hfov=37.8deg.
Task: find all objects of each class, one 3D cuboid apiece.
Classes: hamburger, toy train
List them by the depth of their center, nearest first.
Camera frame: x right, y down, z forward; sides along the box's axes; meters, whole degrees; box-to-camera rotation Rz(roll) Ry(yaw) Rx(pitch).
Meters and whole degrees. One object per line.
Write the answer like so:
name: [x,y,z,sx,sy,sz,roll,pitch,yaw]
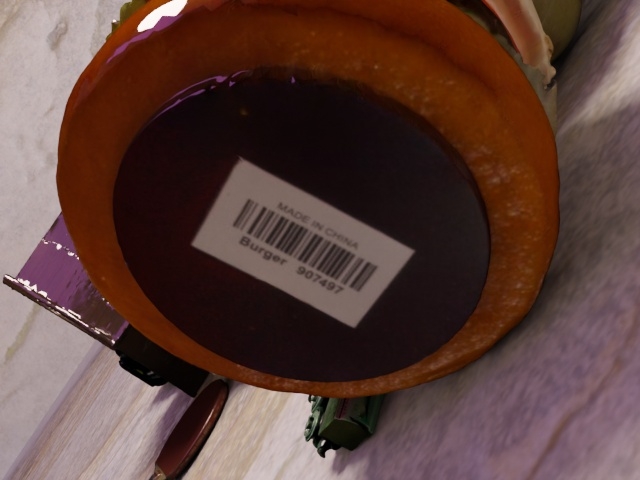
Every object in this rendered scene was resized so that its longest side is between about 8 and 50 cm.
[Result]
hamburger: [0.000,-0.070,0.648,0.330,0.330,0.250,-46,16,36]
toy train: [0.027,0.106,0.746,0.071,0.038,0.148,-44,18,44]

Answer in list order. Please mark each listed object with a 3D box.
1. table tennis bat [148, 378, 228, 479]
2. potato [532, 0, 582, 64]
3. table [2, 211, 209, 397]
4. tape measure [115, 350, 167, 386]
table tennis bat: [-0.179,0.265,1.144,0.220,0.019,0.130,-57,13,-12]
potato: [0.128,-0.266,0.847,0.202,0.218,0.351,93,-171,-59]
table: [-0.210,0.018,1.243,0.282,0.196,0.250,-59,-26,-11]
tape measure: [-0.229,0.126,1.478,0.186,0.112,0.199,-33,27,56]
